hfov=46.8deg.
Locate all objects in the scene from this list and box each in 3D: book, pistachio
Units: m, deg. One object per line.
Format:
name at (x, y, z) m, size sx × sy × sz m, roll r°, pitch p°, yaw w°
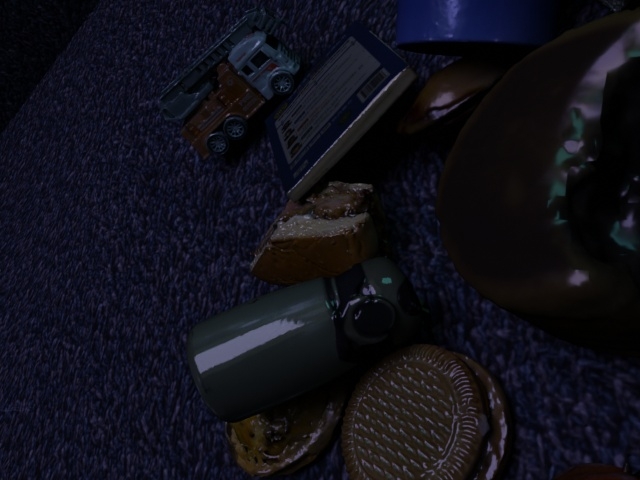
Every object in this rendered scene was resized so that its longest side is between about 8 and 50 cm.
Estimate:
book at (0.017, -0.260, 1.391) m, size 0.300 × 0.039 × 0.428 m, roll -46°, pitch 24°, yaw 14°
pistachio at (0.220, -0.221, 1.210) m, size 0.210 × 0.130 × 0.165 m, roll -23°, pitch 9°, yaw 13°

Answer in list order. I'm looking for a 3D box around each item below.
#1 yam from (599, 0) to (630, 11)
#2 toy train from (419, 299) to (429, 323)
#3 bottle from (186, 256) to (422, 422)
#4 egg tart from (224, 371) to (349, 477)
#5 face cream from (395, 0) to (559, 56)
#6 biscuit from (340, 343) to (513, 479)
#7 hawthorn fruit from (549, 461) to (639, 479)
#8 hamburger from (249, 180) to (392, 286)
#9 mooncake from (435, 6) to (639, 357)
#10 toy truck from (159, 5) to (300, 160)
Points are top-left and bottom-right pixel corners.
yam at (0.472, -0.476, 1.096) m, size 0.254 × 0.154 × 0.154 m, roll -53°, pitch 42°, yaw 4°
toy train at (0.133, 0.123, 1.170) m, size 0.083 × 0.033 × 0.053 m, roll -25°, pitch 57°, yaw 32°
bottle at (-0.018, 0.139, 1.108) m, size 0.347 × 0.168 × 0.168 m, roll -24°, pitch 50°, yaw 9°
egg tart at (-0.084, 0.255, 1.251) m, size 0.291 × 0.107 × 0.290 m, roll -23°, pitch 53°, yaw 33°
face cream at (0.244, -0.406, 1.148) m, size 0.249 × 0.249 × 0.224 m, roll 11°, pitch 104°, yaw 47°
biscuit at (0.144, 0.268, 1.043) m, size 0.259 × 0.079 × 0.259 m, roll -24°, pitch 51°, yaw 34°
hawthorn fruit at (0.315, 0.359, 0.722) m, size 0.242 × 0.242 × 0.271 m, roll -2°, pitch 77°, yaw 44°
hamburger at (0.000, 0.000, 1.277) m, size 0.155 × 0.245 × 0.282 m, roll -59°, pitch -9°, yaw -36°
mooncake at (0.352, -0.070, 0.905) m, size 0.394 × 0.246 × 0.393 m, roll -43°, pitch 39°, yaw 18°
toy truck at (-0.187, -0.349, 1.607) m, size 0.338 × 0.184 × 0.133 m, roll -40°, pitch 24°, yaw 20°
